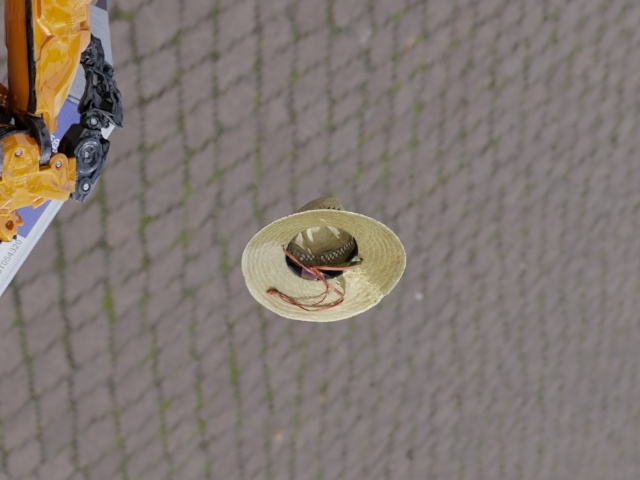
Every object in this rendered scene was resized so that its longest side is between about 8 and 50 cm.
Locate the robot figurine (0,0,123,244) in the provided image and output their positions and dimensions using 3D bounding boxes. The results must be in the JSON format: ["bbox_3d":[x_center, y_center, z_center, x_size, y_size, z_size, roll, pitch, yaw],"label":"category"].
[{"bbox_3d":[-0.233,-0.139,1.150,0.211,0.085,0.291,-18,121,-43],"label":"robot figurine"}]

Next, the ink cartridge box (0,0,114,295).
[{"bbox_3d":[-0.303,-0.067,1.534,0.071,0.330,0.324,28,110,-23],"label":"ink cartridge box"}]

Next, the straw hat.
[{"bbox_3d":[0.000,0.000,1.356,0.144,0.144,0.061,93,-4,-49],"label":"straw hat"}]
